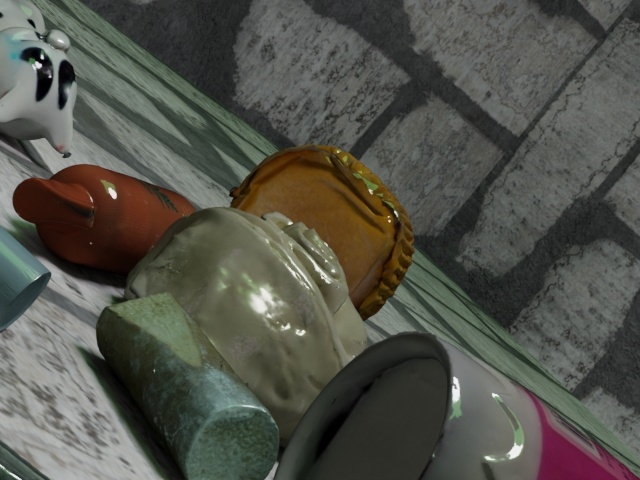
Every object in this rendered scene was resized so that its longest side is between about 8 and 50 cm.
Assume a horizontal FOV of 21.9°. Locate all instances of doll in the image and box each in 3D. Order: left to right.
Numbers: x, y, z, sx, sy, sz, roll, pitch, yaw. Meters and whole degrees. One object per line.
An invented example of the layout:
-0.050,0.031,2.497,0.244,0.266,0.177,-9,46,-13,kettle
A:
-0.293,-0.167,1.558,0.110,0.107,0.181,17,19,-45,doll

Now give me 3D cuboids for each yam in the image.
-0.087,0.093,1.059,0.068,0.068,0.169,34,8,-41,yam

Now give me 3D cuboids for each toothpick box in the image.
-0.210,0.010,1.000,0.083,0.052,0.052,41,6,5,toothpick box

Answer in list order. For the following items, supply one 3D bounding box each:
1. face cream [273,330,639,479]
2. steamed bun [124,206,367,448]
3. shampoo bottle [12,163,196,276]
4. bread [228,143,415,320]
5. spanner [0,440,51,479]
0.090,0.173,1.021,0.195,0.175,0.175,37,6,-23,face cream
-0.043,0.052,1.264,0.218,0.144,0.211,36,6,-34,steamed bun
-0.171,-0.016,1.299,0.085,0.085,0.244,41,6,15,shampoo bottle
0.001,0.000,1.752,0.199,0.199,0.104,41,4,18,bread
-0.135,0.122,0.795,0.302,0.017,0.071,38,6,-4,spanner
